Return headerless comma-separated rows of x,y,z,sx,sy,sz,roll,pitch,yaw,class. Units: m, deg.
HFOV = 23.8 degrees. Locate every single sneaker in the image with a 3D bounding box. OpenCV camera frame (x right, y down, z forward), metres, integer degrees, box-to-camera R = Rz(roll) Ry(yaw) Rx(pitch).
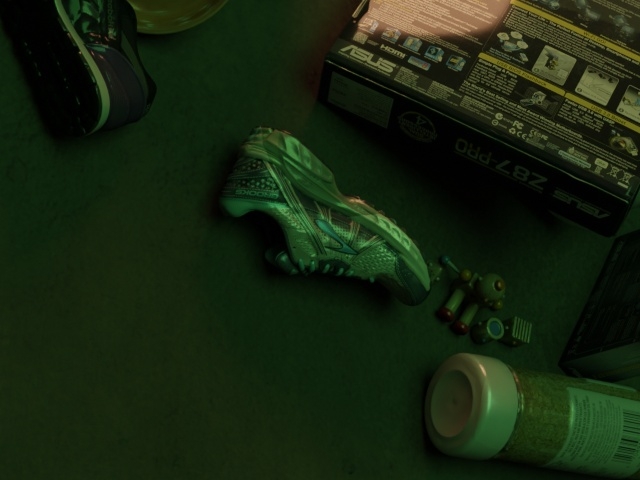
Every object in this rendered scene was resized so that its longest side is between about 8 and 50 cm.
0.000,0.000,1.726,0.283,0.110,0.122,39,75,-16,sneaker
-0.266,-0.251,1.621,0.124,0.107,0.283,-20,91,-52,sneaker

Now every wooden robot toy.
0.197,0.074,1.836,0.173,0.079,0.076,41,56,-17,wooden robot toy

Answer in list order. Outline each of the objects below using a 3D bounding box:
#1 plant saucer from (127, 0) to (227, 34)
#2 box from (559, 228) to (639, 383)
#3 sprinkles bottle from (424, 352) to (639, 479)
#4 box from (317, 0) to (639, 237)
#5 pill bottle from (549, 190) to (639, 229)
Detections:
-0.180,-0.328,1.667,0.200,0.037,0.200,-2,107,-5,plant saucer
0.419,0.070,1.927,0.056,0.183,0.231,42,56,-17,box
0.298,0.221,1.833,0.355,0.121,0.121,13,68,-31,sprinkles bottle
0.240,-0.220,1.835,0.395,0.097,0.318,25,60,9,box
0.400,-0.166,1.988,0.181,0.181,0.323,47,55,-14,pill bottle
